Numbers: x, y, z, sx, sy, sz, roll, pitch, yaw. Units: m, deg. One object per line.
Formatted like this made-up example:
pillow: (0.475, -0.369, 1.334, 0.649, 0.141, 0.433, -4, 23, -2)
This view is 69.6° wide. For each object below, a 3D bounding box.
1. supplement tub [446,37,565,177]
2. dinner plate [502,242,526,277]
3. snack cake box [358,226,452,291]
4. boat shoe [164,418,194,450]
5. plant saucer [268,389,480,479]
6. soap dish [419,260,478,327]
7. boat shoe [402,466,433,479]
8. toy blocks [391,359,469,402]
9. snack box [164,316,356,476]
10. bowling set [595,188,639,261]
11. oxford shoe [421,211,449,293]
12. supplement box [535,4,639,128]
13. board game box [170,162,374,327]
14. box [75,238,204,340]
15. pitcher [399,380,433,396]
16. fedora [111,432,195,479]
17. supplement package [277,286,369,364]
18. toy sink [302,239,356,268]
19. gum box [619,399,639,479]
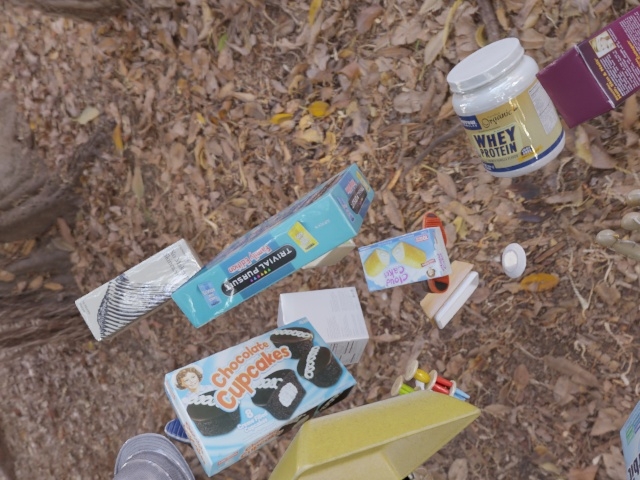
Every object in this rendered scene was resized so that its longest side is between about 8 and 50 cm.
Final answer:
supplement tub: (0.502, -0.355, 1.257, 0.228, 0.228, 0.316, -14, 124, 42)
dinner plate: (0.774, 0.081, 1.859, 0.141, 0.017, 0.141, -176, 90, -73)
snack cake box: (0.265, 0.063, 1.466, 0.264, 0.089, 0.152, -18, 83, 38)
boat shoe: (-0.320, 0.524, 1.215, 0.183, 0.066, 0.066, 13, 121, 0)
plant saucer: (0.058, 0.369, 0.794, 0.081, 0.333, 0.333, 63, 145, 36)
soap dish: (0.555, 0.234, 1.992, 0.118, 0.229, 0.291, 38, 85, 27)
boat shoe: (0.281, 0.767, 1.460, 0.109, 0.302, 0.098, -20, 75, 26)
toy blocks: (0.259, 0.359, 1.084, 0.148, 0.054, 0.123, 29, 126, 1)
snack box: (-0.110, 0.282, 0.894, 0.187, 0.322, 0.060, 48, 137, 31)
bowling set: (0.742, -0.079, 1.003, 0.154, 0.200, 0.287, 23, 162, -5)
oxford shoe: (0.358, 0.042, 1.539, 0.098, 0.097, 0.271, 161, 109, -64)
supplement box: (0.435, -0.264, 0.695, 0.104, 0.188, 0.081, 57, 161, -1)
board game box: (-0.073, 0.002, 0.838, 0.336, 0.254, 0.079, -30, 100, 21)
box: (-0.406, 0.114, 1.075, 0.113, 0.275, 0.094, 56, 171, 4)
pitcher: (0.347, 0.614, 1.647, 0.178, 0.207, 0.125, 22, 136, 47)
fedora: (-0.405, 0.603, 1.055, 0.243, 0.124, 0.275, -17, 92, 20)
supplement package: (-0.002, 0.303, 1.567, 0.198, 0.262, 0.199, 101, 161, -50)
toy sink: (0.000, 0.000, 1.686, 0.131, 0.234, 0.153, -44, 69, 26)
gum box: (0.540, 0.367, 0.746, 0.041, 0.184, 0.157, 5, 135, 18)
